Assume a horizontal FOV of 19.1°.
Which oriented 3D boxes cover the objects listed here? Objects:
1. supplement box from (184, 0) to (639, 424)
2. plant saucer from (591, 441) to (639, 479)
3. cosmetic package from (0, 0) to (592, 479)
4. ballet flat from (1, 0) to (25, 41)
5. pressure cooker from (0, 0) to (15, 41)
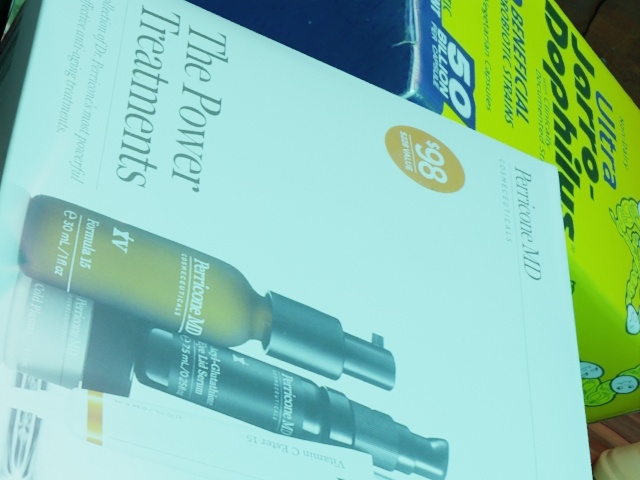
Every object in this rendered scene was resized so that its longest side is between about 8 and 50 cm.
[{"bbox_3d":[0.067,-0.039,1.165,0.356,0.195,0.194,42,39,-44],"label":"supplement box"},{"bbox_3d":[0.300,0.209,1.441,0.200,0.037,0.200,28,12,-6],"label":"plant saucer"},{"bbox_3d":[-0.025,0.061,0.820,0.284,0.097,0.377,24,38,-19],"label":"cosmetic package"},{"bbox_3d":[-0.252,-0.159,1.531,0.106,0.107,0.316,43,6,-17],"label":"ballet flat"},{"bbox_3d":[-0.375,-0.185,0.803,0.420,0.375,0.370,32,-12,17],"label":"pressure cooker"}]
